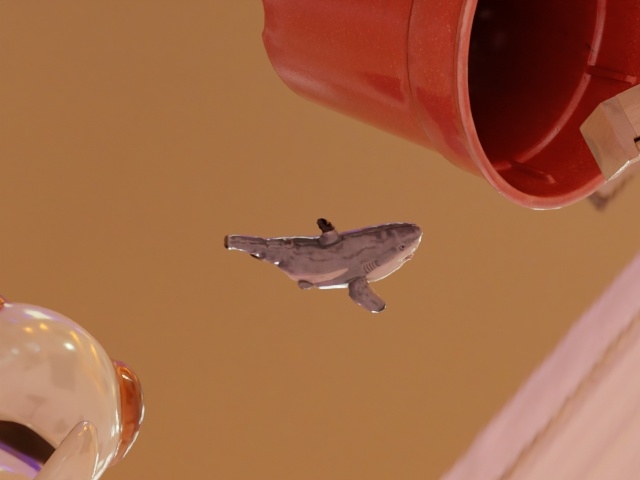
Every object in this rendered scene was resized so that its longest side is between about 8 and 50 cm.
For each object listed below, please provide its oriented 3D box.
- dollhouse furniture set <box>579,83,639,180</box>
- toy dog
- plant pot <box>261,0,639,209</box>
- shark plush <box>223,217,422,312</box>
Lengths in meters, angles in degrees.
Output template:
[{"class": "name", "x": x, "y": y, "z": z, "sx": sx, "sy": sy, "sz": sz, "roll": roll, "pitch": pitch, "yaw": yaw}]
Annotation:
[{"class": "dollhouse furniture set", "x": 0.219, "y": -0.038, "z": 0.765, "sx": 0.182, "sy": 0.161, "sz": 0.101, "roll": -25, "pitch": -99, "yaw": -8}, {"class": "toy dog", "x": -0.305, "y": 0.216, "z": 1.372, "sx": 0.285, "sy": 0.408, "sz": 0.395, "roll": 22, "pitch": -59, "yaw": -10}, {"class": "plant pot", "x": 0.106, "y": -0.186, "z": 1.303, "sx": 0.272, "sy": 0.265, "sz": 0.272, "roll": -17, "pitch": -64, "yaw": -41}, {"class": "shark plush", "x": 0.000, "y": 0.000, "z": 1.311, "sx": 0.161, "sy": 0.073, "sz": 0.067, "roll": 14, "pitch": -43, "yaw": -12}]
